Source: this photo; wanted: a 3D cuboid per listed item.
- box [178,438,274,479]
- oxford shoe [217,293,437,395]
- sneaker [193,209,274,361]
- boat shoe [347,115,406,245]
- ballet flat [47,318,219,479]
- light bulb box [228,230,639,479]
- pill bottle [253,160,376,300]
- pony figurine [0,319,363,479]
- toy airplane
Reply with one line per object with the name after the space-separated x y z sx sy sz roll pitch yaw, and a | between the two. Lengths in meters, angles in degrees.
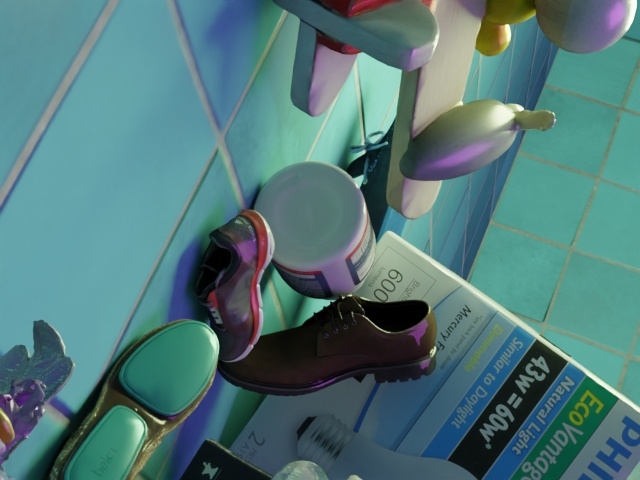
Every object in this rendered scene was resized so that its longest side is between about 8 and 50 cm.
-0.037 0.395 0.904 0.343 0.312 0.179 -56 146 -15 | box
0.007 0.094 1.108 0.083 0.227 0.096 -119 -155 -52 | oxford shoe
-0.088 0.044 0.968 0.065 0.061 0.158 -19 132 -38 | sneaker
0.066 -0.074 1.324 0.109 0.089 0.258 3 111 -66 | boat shoe
-0.147 0.137 0.840 0.067 0.073 0.206 -45 -177 41 | ballet flat
0.133 0.242 1.266 0.358 0.361 0.225 -55 166 2 | light bulb box
0.000 0.000 1.103 0.180 0.108 0.108 67 44 -71 | pill bottle
-0.158 0.150 0.427 0.351 0.303 0.363 -54 145 -32 | pony figurine
0.136 -0.228 0.961 0.386 0.272 0.384 53 58 -75 | toy airplane
